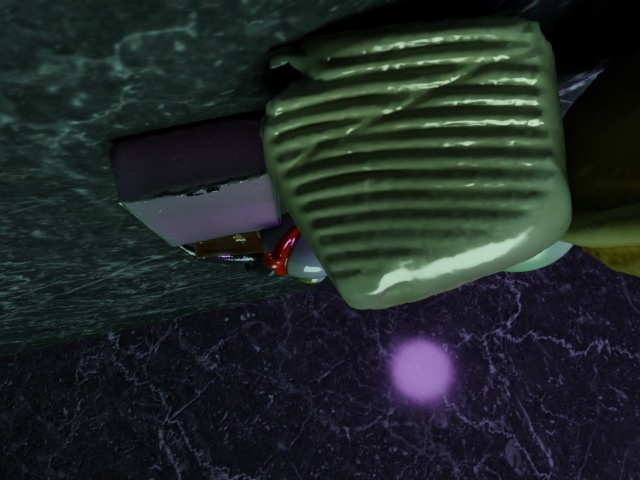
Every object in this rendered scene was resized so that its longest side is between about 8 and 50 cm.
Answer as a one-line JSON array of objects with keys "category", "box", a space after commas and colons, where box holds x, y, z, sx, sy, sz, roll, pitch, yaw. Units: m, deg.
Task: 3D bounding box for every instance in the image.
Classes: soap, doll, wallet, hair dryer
[{"category": "soap", "box": [-0.144, -0.065, 0.707, 0.181, 0.081, 0.259, -12, 171, -4]}, {"category": "doll", "box": [0.000, 0.000, 0.926, 0.199, 0.105, 0.336, 27, -158, 18]}, {"category": "wallet", "box": [-0.162, -0.002, 1.063, 0.176, 0.026, 0.095, -4, 145, -9]}, {"category": "hair dryer", "box": [-0.174, 0.019, 1.141, 0.271, 0.091, 0.235, -2, 155, -34]}]

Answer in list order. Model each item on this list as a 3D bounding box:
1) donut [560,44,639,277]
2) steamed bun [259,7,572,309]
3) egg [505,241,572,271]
[{"category": "donut", "box": [0.426, -0.122, 0.512, 0.449, 0.198, 0.449, -36, -170, 7]}, {"category": "steamed bun", "box": [0.111, -0.085, 0.587, 0.290, 0.273, 0.272, -14, -174, 22]}, {"category": "egg", "box": [0.435, -0.040, 1.196, 0.269, 0.220, 0.220, -7, 173, 24]}]
